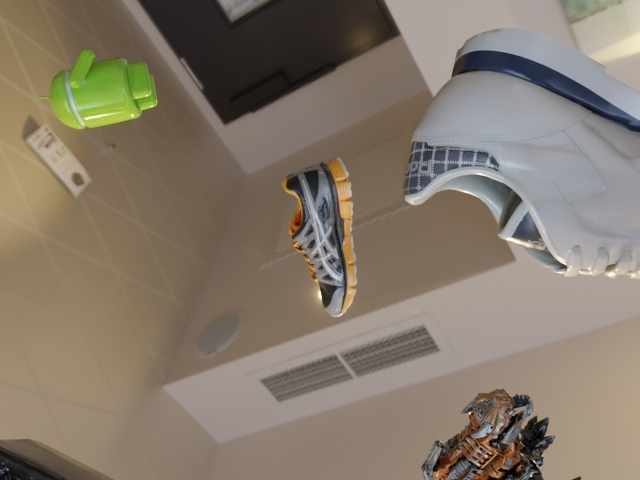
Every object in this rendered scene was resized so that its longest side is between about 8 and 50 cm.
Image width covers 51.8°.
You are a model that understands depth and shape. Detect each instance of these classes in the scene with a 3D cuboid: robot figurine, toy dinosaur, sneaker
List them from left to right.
[{"bbox_3d":[-0.239,-0.159,0.716,0.115,0.067,0.101,-13,167,-2],"label":"robot figurine"},{"bbox_3d":[0.000,0.000,0.857,0.083,0.214,0.084,-9,-161,-7],"label":"sneaker"},{"bbox_3d":[0.235,0.331,0.937,0.219,0.322,0.164,3,-126,-15],"label":"toy dinosaur"},{"bbox_3d":[0.159,-0.015,0.339,0.090,0.235,0.094,92,24,-78],"label":"sneaker"}]

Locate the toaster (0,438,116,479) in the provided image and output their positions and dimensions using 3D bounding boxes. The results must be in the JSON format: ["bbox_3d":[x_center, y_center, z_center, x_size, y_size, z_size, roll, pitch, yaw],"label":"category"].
[{"bbox_3d":[-0.224,0.270,0.534,0.168,0.186,0.110,-64,179,-12],"label":"toaster"}]
